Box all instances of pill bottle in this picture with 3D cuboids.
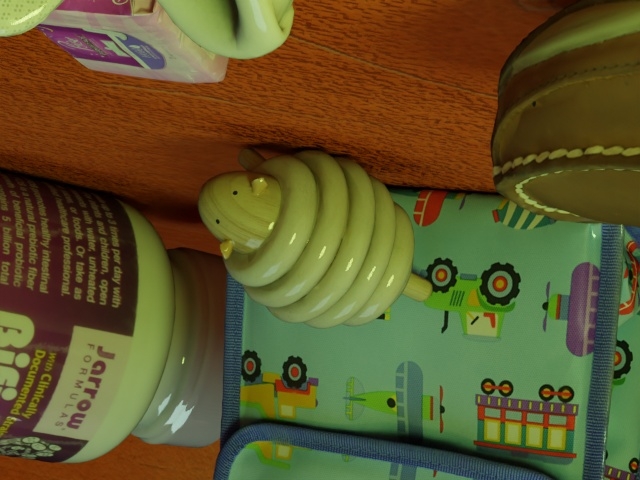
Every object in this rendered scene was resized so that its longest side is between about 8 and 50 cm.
[{"bbox_3d":[-0.195,0.044,1.080,0.301,0.169,0.169,12,172,-30],"label":"pill bottle"}]

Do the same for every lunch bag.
[{"bbox_3d":[0.057,0.127,0.940,0.221,0.293,0.138,4,172,28],"label":"lunch bag"}]

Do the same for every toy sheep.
[{"bbox_3d":[0.000,0.000,0.850,0.132,0.091,0.091,19,169,-29],"label":"toy sheep"}]

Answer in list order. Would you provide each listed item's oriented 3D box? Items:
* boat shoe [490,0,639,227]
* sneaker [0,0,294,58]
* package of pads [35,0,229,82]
[{"bbox_3d":[0.182,-0.005,0.433,0.324,0.120,0.122,2,170,40],"label":"boat shoe"},{"bbox_3d":[-0.068,-0.079,0.302,0.190,0.083,0.071,15,172,-35],"label":"sneaker"},{"bbox_3d":[-0.060,-0.072,0.547,0.050,0.032,0.083,6,173,12],"label":"package of pads"}]
